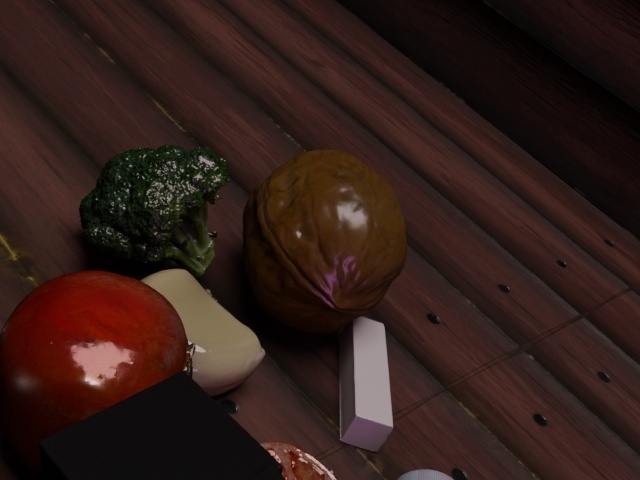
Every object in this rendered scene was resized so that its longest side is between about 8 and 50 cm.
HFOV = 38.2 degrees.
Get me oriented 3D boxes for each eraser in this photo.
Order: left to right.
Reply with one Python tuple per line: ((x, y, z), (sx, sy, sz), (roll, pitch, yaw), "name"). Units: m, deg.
((0.085, 0.274, 1.824), (0.078, 0.076, 0.298), (19, 32, -13), "eraser")

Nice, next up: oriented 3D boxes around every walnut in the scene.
((0.000, 0.000, 1.888), (0.307, 0.354, 0.398), (21, 28, -26), "walnut")

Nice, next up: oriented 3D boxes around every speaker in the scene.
((-0.196, 0.340, 1.187), (0.232, 0.184, 0.254), (-23, 44, -36), "speaker")

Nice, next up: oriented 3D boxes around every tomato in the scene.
((-0.339, 0.210, 1.413), (0.289, 0.293, 0.325), (9, 38, -2), "tomato")
((-0.066, 0.435, 1.461), (0.236, 0.095, 0.237), (23, 30, -15), "tomato")

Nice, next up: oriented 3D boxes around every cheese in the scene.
((-0.238, 0.167, 1.690), (0.266, 0.127, 0.233), (45, 33, 22), "cheese")

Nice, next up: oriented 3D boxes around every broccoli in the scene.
((-0.316, -0.058, 1.835), (0.283, 0.304, 0.321), (56, -15, -28), "broccoli")

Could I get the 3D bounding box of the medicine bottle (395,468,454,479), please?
((0.175, 0.499, 1.507), (0.139, 0.139, 0.225), (22, 32, -10), "medicine bottle")
